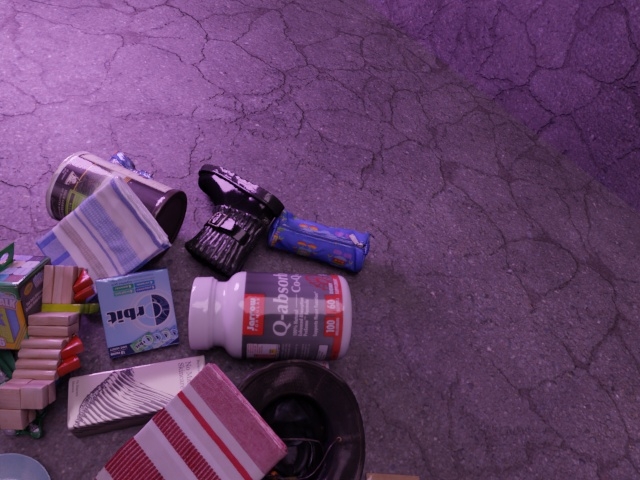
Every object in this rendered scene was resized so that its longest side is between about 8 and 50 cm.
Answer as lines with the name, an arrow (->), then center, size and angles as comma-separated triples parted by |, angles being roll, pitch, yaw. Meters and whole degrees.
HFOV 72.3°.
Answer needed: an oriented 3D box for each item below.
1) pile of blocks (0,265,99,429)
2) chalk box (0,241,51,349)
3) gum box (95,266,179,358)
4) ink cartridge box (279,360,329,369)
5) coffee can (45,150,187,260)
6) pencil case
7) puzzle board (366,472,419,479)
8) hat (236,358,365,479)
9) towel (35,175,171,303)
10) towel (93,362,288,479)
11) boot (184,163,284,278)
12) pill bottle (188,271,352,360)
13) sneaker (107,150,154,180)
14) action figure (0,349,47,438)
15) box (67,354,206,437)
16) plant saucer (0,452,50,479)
pile of blocks -> -0.543, 0.213, 0.935 | 0.113, 0.148, 0.361 | 1, 59, 1
chalk box -> -0.665, 0.109, 0.935 | 0.132, 0.212, 0.132 | 3, 24, -3
gum box -> -0.429, 0.168, 1.033 | 0.157, 0.041, 0.184 | -9, 97, -22
ink cartridge box -> -0.040, 0.340, 1.076 | 0.123, 0.052, 0.088 | 5, 54, -14
coffee can -> -0.525, -0.090, 1.153 | 0.276, 0.201, 0.201 | 23, 53, 2
pencil case -> 0.000, 0.000, 1.281 | 0.307, 0.133, 0.119 | 16, 70, -3
puzzle board -> 0.166, 0.582, 0.988 | 0.128, 0.011, 0.096 | 8, 55, -9
hat -> -0.059, 0.432, 0.956 | 0.332, 0.134, 0.330 | 2, 70, -6
towel -> -0.522, 0.005, 1.047 | 0.285, 0.034, 0.209 | -35, 93, 10
towel -> -0.258, 0.440, 0.864 | 0.329, 0.037, 0.237 | -44, 76, -4
boot -> -0.294, -0.063, 1.247 | 0.348, 0.131, 0.260 | 27, 77, 37
pill bottle -> -0.120, 0.182, 1.062 | 0.364, 0.210, 0.210 | 2, 55, -8
sneaker -> -0.552, -0.169, 1.289 | 0.221, 0.083, 0.087 | 36, 67, 17
action figure -> -0.656, 0.325, 0.912 | 0.232, 0.063, 0.137 | 40, 52, 9
box -> -0.387, 0.337, 0.954 | 0.276, 0.094, 0.113 | -7, 58, -19
plant saucer -> -0.603, 0.503, 0.811 | 0.195, 0.037, 0.194 | 8, 53, -11
